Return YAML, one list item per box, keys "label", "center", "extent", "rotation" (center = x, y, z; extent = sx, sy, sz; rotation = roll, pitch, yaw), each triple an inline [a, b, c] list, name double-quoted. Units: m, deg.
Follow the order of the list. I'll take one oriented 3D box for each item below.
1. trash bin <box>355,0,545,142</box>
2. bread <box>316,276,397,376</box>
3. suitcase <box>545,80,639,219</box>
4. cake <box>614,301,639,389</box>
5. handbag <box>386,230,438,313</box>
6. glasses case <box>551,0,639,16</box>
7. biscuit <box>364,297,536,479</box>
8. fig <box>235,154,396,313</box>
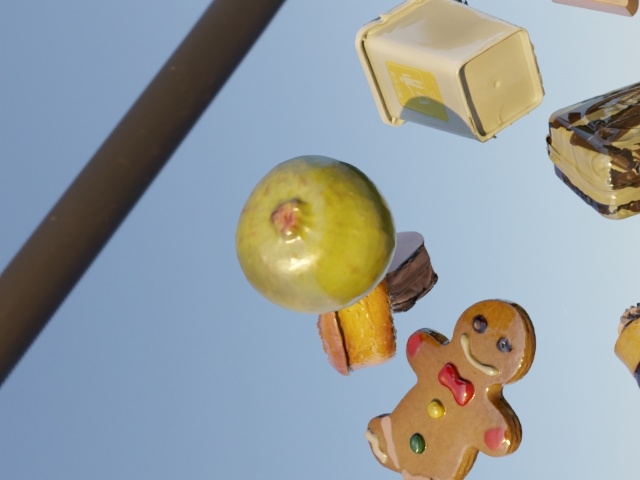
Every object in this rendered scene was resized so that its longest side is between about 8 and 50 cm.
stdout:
- label: "trash bin"
  center: [0.284, -0.369, 1.665]
  extent: [0.295, 0.367, 0.256]
  rotation: [-32, -58, -13]
- label: "bread"
  center: [0.074, 0.152, 1.783]
  extent: [0.312, 0.172, 0.313]
  rotation: [-8, -90, -88]
- label: "suitcase"
  center: [0.656, -0.170, 1.577]
  extent: [0.339, 0.351, 0.194]
  rotation: [-116, 7, -56]
- label: "cake"
  center: [0.757, 0.219, 1.847]
  extent: [0.207, 0.178, 0.185]
  rotation: [-13, -44, -26]
- label: "handbag"
  center: [0.188, 0.077, 1.989]
  extent: [0.205, 0.179, 0.117]
  rotation: [-40, -59, -29]
- label: "glasses case"
  center: [0.573, -0.537, 1.701]
  extent: [0.102, 0.193, 0.070]
  rotation: [6, -76, -58]
- label: "biscuit"
  center: [0.223, 0.280, 1.402]
  extent: [0.064, 0.283, 0.432]
  rotation: [2, -53, -42]
- label: "fig"
  center: [0.000, 0.000, 1.323]
  extent: [0.326, 0.257, 0.258]
  rotation: [40, -129, -76]
